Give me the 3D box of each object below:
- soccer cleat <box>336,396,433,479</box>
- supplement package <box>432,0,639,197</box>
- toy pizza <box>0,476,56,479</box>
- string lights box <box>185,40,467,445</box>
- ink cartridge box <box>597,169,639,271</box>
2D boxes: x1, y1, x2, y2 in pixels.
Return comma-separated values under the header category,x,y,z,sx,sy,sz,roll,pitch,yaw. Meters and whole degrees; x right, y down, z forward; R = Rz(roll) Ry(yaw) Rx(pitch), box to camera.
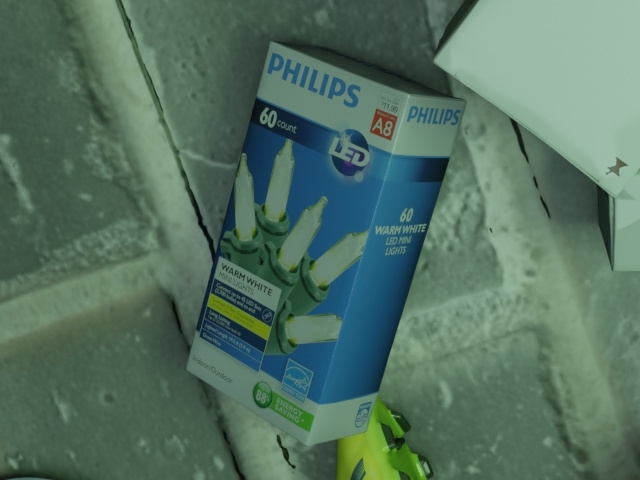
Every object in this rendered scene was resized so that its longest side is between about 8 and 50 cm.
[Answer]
category,x,y,z,sx,sy,sz,roll,pitch,yaw
soccer cleat,0.042,0.262,1.013,0.121,0.093,0.289,-11,101,17
supplement package,0.168,-0.139,0.820,0.139,0.244,0.134,36,105,-3
toy pizza,-0.234,0.290,1.085,0.201,0.032,0.201,1,103,6
string lights box,0.000,0.000,0.935,0.133,0.076,0.260,26,108,35
ink cartridge box,0.283,-0.029,0.892,0.175,0.127,0.072,-1,106,9
